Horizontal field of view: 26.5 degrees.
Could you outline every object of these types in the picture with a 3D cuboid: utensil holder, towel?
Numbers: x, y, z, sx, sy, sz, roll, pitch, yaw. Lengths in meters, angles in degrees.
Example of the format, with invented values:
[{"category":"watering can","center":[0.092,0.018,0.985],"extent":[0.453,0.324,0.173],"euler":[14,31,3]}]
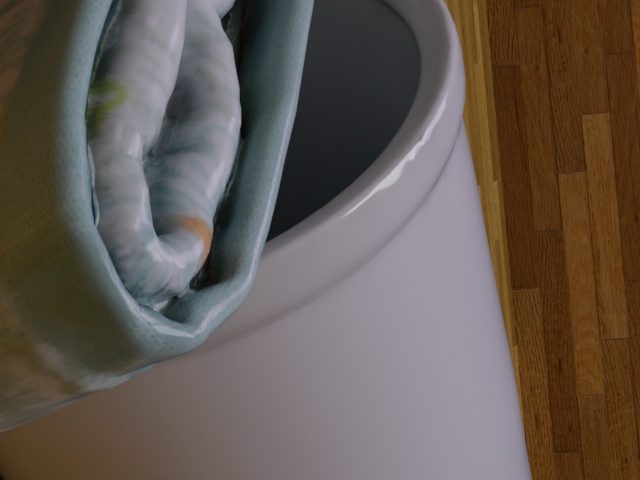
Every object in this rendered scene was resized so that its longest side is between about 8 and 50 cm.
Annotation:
[{"category":"utensil holder","center":[-0.045,0.063,0.809],"extent":[0.328,0.327,0.385],"euler":[-78,157,-45]},{"category":"towel","center":[-0.139,-0.057,0.542],"extent":[0.090,0.320,0.374],"euler":[42,39,-29]}]
